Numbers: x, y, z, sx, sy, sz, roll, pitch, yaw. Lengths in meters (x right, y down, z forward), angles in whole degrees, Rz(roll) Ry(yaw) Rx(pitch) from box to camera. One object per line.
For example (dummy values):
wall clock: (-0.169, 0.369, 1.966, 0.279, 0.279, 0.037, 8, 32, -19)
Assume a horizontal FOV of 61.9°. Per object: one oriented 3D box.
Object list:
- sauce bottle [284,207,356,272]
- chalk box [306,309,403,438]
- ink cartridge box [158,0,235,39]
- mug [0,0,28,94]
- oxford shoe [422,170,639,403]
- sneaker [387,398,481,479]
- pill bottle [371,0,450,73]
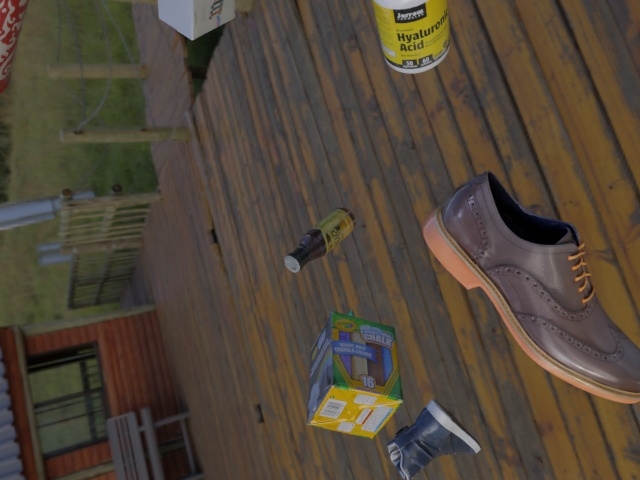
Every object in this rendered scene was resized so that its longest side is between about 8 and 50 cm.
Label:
sauce bottle: (0.000, 0.000, 0.725, 0.042, 0.128, 0.042, 24, 136, 26)
chalk box: (0.059, 0.228, 0.986, 0.213, 0.131, 0.132, -87, 17, -50)
ink cartridge box: (-0.332, -0.659, 1.453, 0.128, 0.176, 0.127, 34, 143, 14)
mug: (-0.361, -0.240, 0.515, 0.169, 0.150, 0.113, -34, 27, 41)
oxford shoe: (0.304, 0.062, 0.694, 0.363, 0.130, 0.133, 42, 130, 4)
sneaker: (0.238, 0.441, 1.134, 0.163, 0.226, 0.086, -47, 37, -1)
pill bottle: (0.077, -0.209, 0.465, 0.065, 0.065, 0.116, 61, -179, 32)
